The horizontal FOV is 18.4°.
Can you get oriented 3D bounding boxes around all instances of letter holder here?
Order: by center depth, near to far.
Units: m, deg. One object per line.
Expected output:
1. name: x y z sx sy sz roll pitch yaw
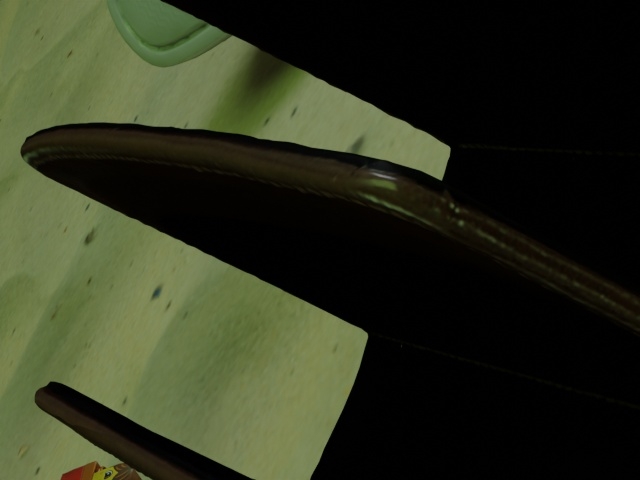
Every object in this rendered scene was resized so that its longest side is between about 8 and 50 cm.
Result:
1. letter holder: 0.000 0.000 0.501 0.152 0.214 0.302 -65 21 -6

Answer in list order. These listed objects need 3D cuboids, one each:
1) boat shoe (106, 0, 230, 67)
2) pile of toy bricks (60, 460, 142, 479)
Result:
1. boat shoe: 0.005 -0.199 0.915 0.302 0.091 0.114 -47 70 33
2. pile of toy bricks: -0.044 0.147 0.615 0.105 0.118 0.212 -23 26 16
